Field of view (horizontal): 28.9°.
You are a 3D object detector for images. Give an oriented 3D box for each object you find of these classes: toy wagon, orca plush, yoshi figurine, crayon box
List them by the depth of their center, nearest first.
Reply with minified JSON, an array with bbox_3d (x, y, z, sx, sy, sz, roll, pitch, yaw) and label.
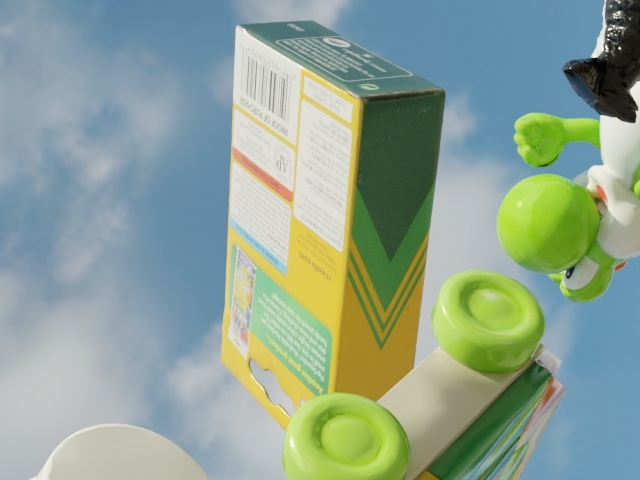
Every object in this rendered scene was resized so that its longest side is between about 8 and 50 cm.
[{"bbox_3d":[0.004,0.174,0.633,0.344,0.068,0.267,-36,-28,-41],"label":"toy wagon"},{"bbox_3d":[0.247,-0.238,0.901,0.151,0.102,0.287,32,-107,-7],"label":"orca plush"},{"bbox_3d":[0.000,0.000,1.034,0.083,0.203,0.323,-9,-62,-29],"label":"crayon box"},{"bbox_3d":[0.304,-0.091,1.315,0.203,0.203,0.362,-58,-10,-63],"label":"yoshi figurine"}]

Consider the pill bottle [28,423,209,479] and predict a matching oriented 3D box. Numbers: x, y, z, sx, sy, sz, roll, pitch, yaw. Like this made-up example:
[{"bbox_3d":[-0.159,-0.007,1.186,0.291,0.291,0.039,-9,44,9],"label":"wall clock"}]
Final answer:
[{"bbox_3d":[-0.192,0.274,0.931,0.160,0.283,0.160,22,-143,-18],"label":"pill bottle"}]
